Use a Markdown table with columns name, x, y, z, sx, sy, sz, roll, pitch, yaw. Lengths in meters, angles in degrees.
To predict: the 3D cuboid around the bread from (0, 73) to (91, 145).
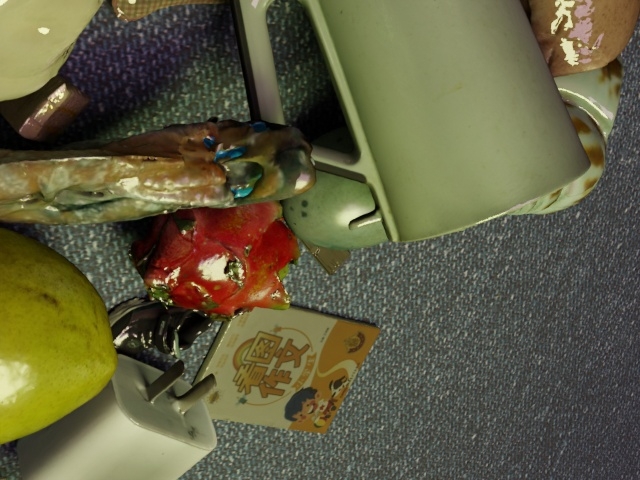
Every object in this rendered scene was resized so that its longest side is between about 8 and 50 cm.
| name | x | y | z | sx | sy | sz | roll | pitch | yaw |
| --- | --- | --- | --- | --- | --- | --- | --- | --- | --- |
| bread | -0.292 | -0.137 | 1.120 | 0.077 | 0.152 | 0.105 | -49 | 129 | 0 |

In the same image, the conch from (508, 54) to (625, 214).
| name | x | y | z | sx | sy | sz | roll | pitch | yaw |
| --- | --- | --- | --- | --- | --- | --- | --- | --- | --- |
| conch | 0.326 | -0.163 | 1.474 | 0.197 | 0.368 | 0.249 | 19 | 134 | -20 |

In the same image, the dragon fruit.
| name | x | y | z | sx | sy | sz | roll | pitch | yaw |
| --- | --- | --- | --- | --- | --- | --- | --- | --- | --- |
| dragon fruit | -0.129 | 0.031 | 1.331 | 0.200 | 0.198 | 0.269 | -40 | 154 | -9 |

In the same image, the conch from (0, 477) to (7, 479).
| name | x | y | z | sx | sy | sz | roll | pitch | yaw |
| --- | --- | --- | --- | --- | --- | --- | --- | --- | --- |
| conch | -0.391 | 0.455 | 1.342 | 0.263 | 0.186 | 0.324 | 65 | 31 | -17 |

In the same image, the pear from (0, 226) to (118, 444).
| name | x | y | z | sx | sy | sz | roll | pitch | yaw |
| --- | --- | --- | --- | --- | --- | --- | --- | --- | --- |
| pear | -0.377 | 0.109 | 1.135 | 0.307 | 0.253 | 0.253 | 3 | 114 | -40 |

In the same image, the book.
| name | x | y | z | sx | sy | sz | roll | pitch | yaw |
| --- | --- | --- | --- | --- | --- | --- | --- | --- | --- |
| book | -0.056 | 0.198 | 1.583 | 0.295 | 0.020 | 0.208 | 16 | 107 | -41 |

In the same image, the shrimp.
| name | x | y | z | sx | sy | sz | roll | pitch | yaw |
| --- | --- | --- | --- | --- | --- | --- | --- | --- | --- |
| shrimp | -0.227 | -0.077 | 1.113 | 0.445 | 0.221 | 0.110 | -7 | 84 | -8 |

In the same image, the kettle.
| name | x | y | z | sx | sy | sz | roll | pitch | yaw |
| --- | --- | --- | --- | --- | --- | --- | --- | --- | --- |
| kettle | 0.088 | -0.195 | 1.215 | 0.361 | 0.250 | 0.377 | -21 | 97 | 4 |

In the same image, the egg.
| name | x | y | z | sx | sy | sz | roll | pitch | yaw |
| --- | --- | --- | --- | --- | --- | --- | --- | --- | --- |
| egg | 0.054 | -0.075 | 1.394 | 0.236 | 0.169 | 0.169 | -18 | 126 | -24 |

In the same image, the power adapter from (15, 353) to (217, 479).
| name | x | y | z | sx | sy | sz | roll | pitch | yaw |
| --- | --- | --- | --- | --- | --- | --- | --- | --- | --- |
| power adapter | -0.249 | 0.249 | 1.353 | 0.255 | 0.124 | 0.187 | -42 | 137 | 16 |

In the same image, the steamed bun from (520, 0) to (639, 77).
| name | x | y | z | sx | sy | sz | roll | pitch | yaw |
| --- | --- | --- | --- | --- | --- | --- | --- | --- | --- |
| steamed bun | 0.335 | -0.357 | 1.333 | 0.199 | 0.301 | 0.251 | -9 | 121 | 9 |

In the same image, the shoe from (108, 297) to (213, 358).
| name | x | y | z | sx | sy | sz | roll | pitch | yaw |
| --- | --- | --- | --- | --- | --- | --- | --- | --- | --- |
| shoe | -0.211 | 0.122 | 1.368 | 0.169 | 0.099 | 0.071 | -26 | 131 | -20 |

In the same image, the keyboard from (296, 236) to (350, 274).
| name | x | y | z | sx | sy | sz | roll | pitch | yaw |
| --- | --- | --- | --- | --- | --- | --- | --- | --- | --- |
| keyboard | 0.000 | 0.000 | 1.508 | 0.049 | 0.015 | 0.129 | -48 | 133 | -9 |

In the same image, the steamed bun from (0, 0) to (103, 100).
| name | x | y | z | sx | sy | sz | roll | pitch | yaw |
| --- | --- | --- | --- | --- | --- | --- | --- | --- | --- |
| steamed bun | -0.372 | -0.253 | 0.874 | 0.352 | 0.339 | 0.247 | 19 | 117 | -37 |

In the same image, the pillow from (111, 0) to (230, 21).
| name | x | y | z | sx | sy | sz | roll | pitch | yaw |
| --- | --- | --- | --- | --- | --- | --- | --- | --- | --- |
| pillow | -0.147 | -0.332 | 1.187 | 0.211 | 0.034 | 0.135 | -15 | 123 | -31 |
